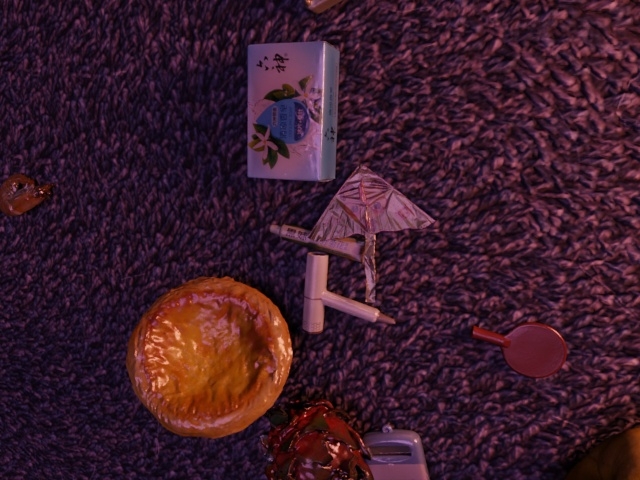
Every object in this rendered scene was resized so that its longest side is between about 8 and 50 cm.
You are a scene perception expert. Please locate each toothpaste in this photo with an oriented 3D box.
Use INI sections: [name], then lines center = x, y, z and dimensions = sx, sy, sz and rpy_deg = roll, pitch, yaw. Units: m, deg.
[toothpaste]
center = 0.000, 0.000, 0.904
dimensions = 0.204, 0.031, 0.049
rpy_deg = 14, 99, 15

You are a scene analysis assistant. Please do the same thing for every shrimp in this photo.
[shrimp]
center = -0.698, -0.115, 1.148
dimensions = 0.180, 0.041, 0.099
rpy_deg = -12, 80, 23

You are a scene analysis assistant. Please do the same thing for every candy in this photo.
[candy]
center = -0.083, 0.493, 1.013
dimensions = 0.053, 0.046, 0.181
rpy_deg = -22, 93, 24

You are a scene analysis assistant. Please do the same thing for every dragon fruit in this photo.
[dragon fruit]
center = -0.010, 0.391, 0.902
dimensions = 0.182, 0.182, 0.188
rpy_deg = -50, 37, 21

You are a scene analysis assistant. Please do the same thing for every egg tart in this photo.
[egg tart]
center = -0.210, 0.223, 0.945
dimensions = 0.319, 0.128, 0.318
rpy_deg = -1, 71, 2

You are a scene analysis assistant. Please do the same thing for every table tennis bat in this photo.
[table tennis bat]
center = 0.332, 0.177, 0.818
dimensions = 0.155, 0.019, 0.098
rpy_deg = 16, 105, 15

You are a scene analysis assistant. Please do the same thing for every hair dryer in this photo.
[hair dryer]
center = 0.058, 0.106, 0.901
dimensions = 0.183, 0.044, 0.154
rpy_deg = 6, 103, 14

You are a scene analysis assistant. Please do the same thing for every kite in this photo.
[kite]
center = 0.087, -0.014, 0.863
dimensions = 0.230, 0.012, 0.249
rpy_deg = -5, 91, 14

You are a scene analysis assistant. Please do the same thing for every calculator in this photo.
[calculator]
center = 0.147, 0.449, 0.923
dimensions = 0.121, 0.039, 0.210
rpy_deg = -11, 95, 20

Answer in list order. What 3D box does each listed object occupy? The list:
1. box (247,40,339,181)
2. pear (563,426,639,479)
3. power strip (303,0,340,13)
[box]
center = -0.049, -0.222, 0.856
dimensions = 0.143, 0.083, 0.232
rpy_deg = 6, 103, 20
[pear]
center = 0.487, 0.428, 0.657
dimensions = 0.304, 0.304, 0.303
rpy_deg = 4, 101, 20
[power strip]
center = 0.048, -0.487, 0.784
dimensions = 0.216, 0.061, 0.145
rpy_deg = -21, 93, 22
